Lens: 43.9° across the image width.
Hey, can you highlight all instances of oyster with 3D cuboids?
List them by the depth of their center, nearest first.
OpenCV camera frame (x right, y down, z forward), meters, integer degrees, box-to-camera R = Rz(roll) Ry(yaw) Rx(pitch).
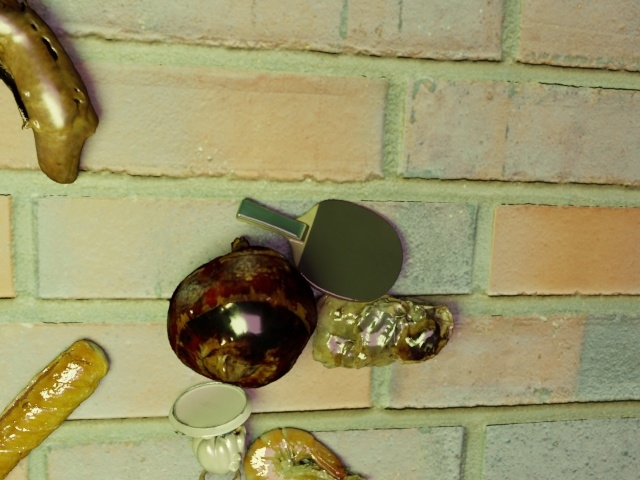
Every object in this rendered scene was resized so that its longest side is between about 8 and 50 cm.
[{"bbox_3d":[0.105,0.142,1.266,0.233,0.107,0.161,0,108,-10],"label":"oyster"}]

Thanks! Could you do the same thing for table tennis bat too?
[{"bbox_3d":[0.000,0.000,1.235,0.274,0.021,0.154,21,74,-9],"label":"table tennis bat"}]

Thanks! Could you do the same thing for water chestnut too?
[{"bbox_3d":[-0.112,0.102,1.170,0.224,0.238,0.223,-11,143,-9],"label":"water chestnut"}]

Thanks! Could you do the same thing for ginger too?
[{"bbox_3d":[-0.401,-0.226,1.085,0.133,0.107,0.309,-38,107,-10],"label":"ginger"}]

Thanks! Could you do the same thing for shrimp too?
[{"bbox_3d":[-0.020,0.375,1.304,0.217,0.051,0.115,15,94,-12],"label":"shrimp"}]

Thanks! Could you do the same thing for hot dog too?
[{"bbox_3d":[-0.432,0.269,1.192,0.088,0.061,0.286,40,91,-27],"label":"hot dog"}]

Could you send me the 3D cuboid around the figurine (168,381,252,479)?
[{"bbox_3d":[-0.164,0.317,1.237,0.132,0.132,0.153,-9,116,-10],"label":"figurine"}]
